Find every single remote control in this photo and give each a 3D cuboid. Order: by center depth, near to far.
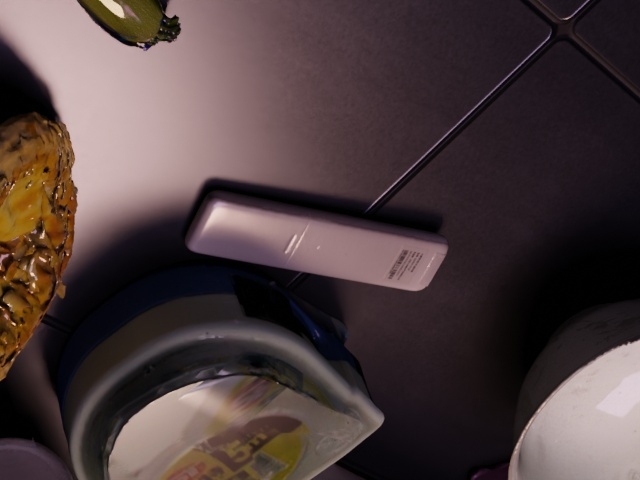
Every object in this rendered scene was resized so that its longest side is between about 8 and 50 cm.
[{"bbox_3d":[0.000,0.000,1.507,0.261,0.029,0.067,11,125,-29],"label":"remote control"}]

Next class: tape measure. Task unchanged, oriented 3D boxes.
[{"bbox_3d":[-0.107,0.151,1.516,0.259,0.138,0.262,-37,135,9],"label":"tape measure"}]

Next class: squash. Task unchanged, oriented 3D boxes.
[{"bbox_3d":[-0.168,-0.198,1.231,0.052,0.052,0.183,-34,139,7],"label":"squash"}]

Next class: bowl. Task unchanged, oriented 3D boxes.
[{"bbox_3d":[0.314,0.154,1.707,0.313,0.146,0.313,-12,134,-13],"label":"bowl"}]

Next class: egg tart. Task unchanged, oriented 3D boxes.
[{"bbox_3d":[-0.273,0.004,1.295,0.252,0.098,0.231,47,65,-74],"label":"egg tart"}]

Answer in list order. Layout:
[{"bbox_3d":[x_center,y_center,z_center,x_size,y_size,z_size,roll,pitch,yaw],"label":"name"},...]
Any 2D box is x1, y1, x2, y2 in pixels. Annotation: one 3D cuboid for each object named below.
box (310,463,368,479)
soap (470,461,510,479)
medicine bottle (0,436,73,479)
[{"bbox_3d":[0.014,0.455,1.727,0.314,0.312,0.300,-45,131,16],"label":"box"},{"bbox_3d":[0.226,0.342,1.896,0.122,0.065,0.203,-11,134,-16],"label":"soap"},{"bbox_3d":[-0.274,0.292,1.527,0.145,0.144,0.252,-16,151,-11],"label":"medicine bottle"}]
